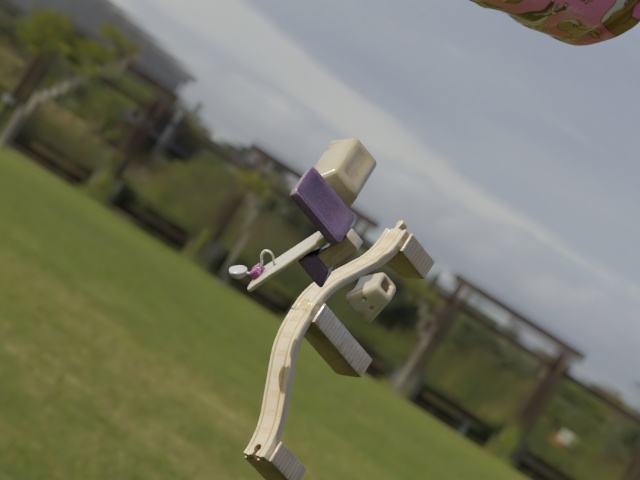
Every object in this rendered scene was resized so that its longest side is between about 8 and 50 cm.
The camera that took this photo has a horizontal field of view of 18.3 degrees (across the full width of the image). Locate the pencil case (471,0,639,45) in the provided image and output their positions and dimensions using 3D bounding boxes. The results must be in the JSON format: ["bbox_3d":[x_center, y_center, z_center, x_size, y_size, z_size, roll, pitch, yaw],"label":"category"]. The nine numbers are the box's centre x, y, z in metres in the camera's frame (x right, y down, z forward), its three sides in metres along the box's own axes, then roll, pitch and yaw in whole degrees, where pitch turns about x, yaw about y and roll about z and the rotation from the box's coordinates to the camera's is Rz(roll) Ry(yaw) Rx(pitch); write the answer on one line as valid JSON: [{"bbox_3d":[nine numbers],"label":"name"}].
[{"bbox_3d":[0.109,-0.279,1.590,0.386,0.160,0.167,15,4,-40],"label":"pencil case"}]

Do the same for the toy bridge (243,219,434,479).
[{"bbox_3d":[0.006,0.060,1.237,0.026,0.188,0.063,4,-36,47],"label":"toy bridge"}]

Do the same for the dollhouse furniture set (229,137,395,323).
[{"bbox_3d":[0.000,0.000,1.204,0.091,0.081,0.114,50,30,-11],"label":"dollhouse furniture set"}]
